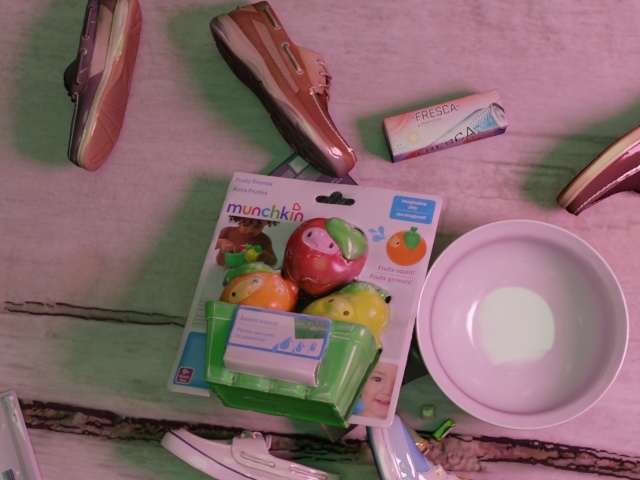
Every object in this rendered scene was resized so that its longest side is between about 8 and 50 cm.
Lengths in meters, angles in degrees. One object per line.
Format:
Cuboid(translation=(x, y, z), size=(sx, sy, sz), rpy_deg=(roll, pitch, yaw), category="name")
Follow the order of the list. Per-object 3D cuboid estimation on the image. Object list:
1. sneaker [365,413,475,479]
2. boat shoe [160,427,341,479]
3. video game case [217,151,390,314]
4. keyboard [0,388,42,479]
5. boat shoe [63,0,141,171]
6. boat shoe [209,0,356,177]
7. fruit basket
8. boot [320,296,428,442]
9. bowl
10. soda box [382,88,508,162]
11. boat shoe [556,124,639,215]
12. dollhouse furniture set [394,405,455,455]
Cuboid(translation=(0.204, 0.357, 1.564), size=(0.208, 0.127, 0.319), rpy_deg=(-25, 97, 0), category="sneaker")
Cuboid(translation=(-0.098, 0.322, 1.608), size=(0.267, 0.096, 0.088), rpy_deg=(23, 80, 5), category="boat shoe")
Cuboid(translation=(0.000, 0.000, 1.645), size=(0.196, 0.026, 0.274), rpy_deg=(-40, 68, -3), category="video game case")
Cuboid(translation=(-0.460, 0.357, 1.664), size=(0.072, 0.014, 0.256), rpy_deg=(-20, 81, 5), category="keyboard")
Cuboid(translation=(-0.348, -0.246, 1.698), size=(0.092, 0.103, 0.285), rpy_deg=(10, 79, 10), category="boat shoe")
Cuboid(translation=(-0.038, -0.239, 1.659), size=(0.116, 0.123, 0.324), rpy_deg=(-34, 76, -10), category="boat shoe")
Cuboid(translation=(-0.022, 0.066, 1.527), size=(0.327, 0.165, 0.353), rpy_deg=(8, 70, 17), category="fruit basket")
Cuboid(translation=(0.055, 0.170, 1.638), size=(0.208, 0.076, 0.190), rpy_deg=(-30, 80, 6), category="boot")
Cuboid(translation=(0.284, 0.123, 1.592), size=(0.297, 0.134, 0.298), rpy_deg=(0, 83, 3), category="bowl")
Cuboid(translation=(0.188, -0.174, 1.676), size=(0.183, 0.058, 0.063), rpy_deg=(-15, 82, 2), category="soda box")
Cuboid(translation=(0.513, -0.119, 1.623), size=(0.342, 0.123, 0.123), rpy_deg=(-31, 81, -8), category="boat shoe")
Cuboid(translation=(0.147, 0.270, 1.618), size=(0.151, 0.058, 0.076), rpy_deg=(-43, 82, -3), category="dollhouse furniture set")
